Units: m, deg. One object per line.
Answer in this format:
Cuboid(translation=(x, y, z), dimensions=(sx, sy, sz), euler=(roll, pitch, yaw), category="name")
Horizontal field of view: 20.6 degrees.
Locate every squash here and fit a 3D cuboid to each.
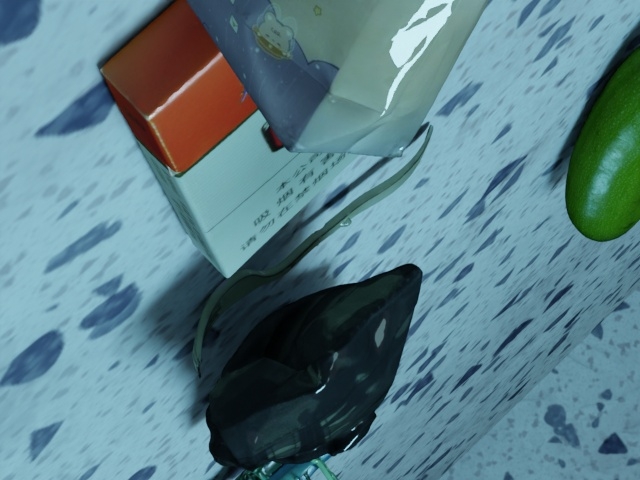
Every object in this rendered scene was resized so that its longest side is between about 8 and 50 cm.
Cuboid(translation=(0.254, -0.087, 1.416), dimensions=(0.082, 0.082, 0.292), euler=(-39, 163, -24), category="squash")

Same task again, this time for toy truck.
Cuboid(translation=(-0.031, 0.194, 1.415), dimensions=(0.154, 0.078, 0.080), euler=(-44, 165, -1), category="toy truck")

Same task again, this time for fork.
Cuboid(translation=(-0.005, -0.004, 1.043), dimensions=(0.219, 0.028, 0.034), euler=(-43, 159, -23), category="fork")

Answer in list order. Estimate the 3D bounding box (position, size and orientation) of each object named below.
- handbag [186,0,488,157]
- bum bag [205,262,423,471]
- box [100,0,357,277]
Cuboid(translation=(0.025, -0.122, 0.574), dimensions=(0.095, 0.117, 0.173), euler=(-4, 139, -40), category="handbag")
Cuboid(translation=(-0.006, 0.084, 1.070), dimensions=(0.144, 0.095, 0.340), euler=(-38, 175, -9), category="bum bag")
Cuboid(translation=(-0.018, -0.067, 0.786), dimensions=(0.139, 0.035, 0.245), euler=(-42, 167, -9), category="box")
